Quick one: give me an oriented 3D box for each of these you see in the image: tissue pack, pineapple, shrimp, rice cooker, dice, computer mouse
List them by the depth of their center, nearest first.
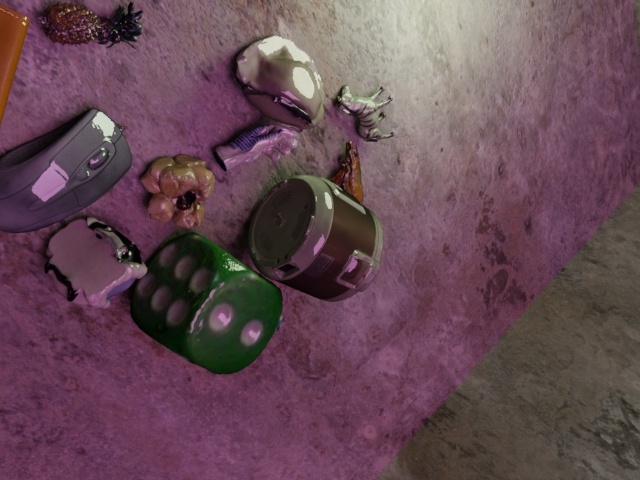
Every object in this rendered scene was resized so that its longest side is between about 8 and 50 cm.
[{"bbox_3d":[-0.660,-0.296,1.192,0.145,0.194,0.274,18,83,-45],"label":"tissue pack"},{"bbox_3d":[-0.484,-0.459,1.378,0.221,0.083,0.103,-11,121,-38],"label":"pineapple"},{"bbox_3d":[-0.576,-0.145,1.464,0.371,0.122,0.188,-41,134,-19],"label":"computer mouse"},{"bbox_3d":[-0.300,0.168,1.747,0.287,0.297,0.300,-55,135,-3],"label":"dice"},{"bbox_3d":[0.000,0.000,1.874,0.325,0.335,0.335,28,95,-41],"label":"rice cooker"},{"bbox_3d":[0.064,-0.172,2.028,0.152,0.063,0.287,-17,126,-19],"label":"shrimp"}]

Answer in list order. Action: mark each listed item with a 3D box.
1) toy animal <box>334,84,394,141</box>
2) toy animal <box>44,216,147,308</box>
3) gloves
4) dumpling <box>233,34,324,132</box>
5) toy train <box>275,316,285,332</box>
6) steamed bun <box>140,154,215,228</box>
[{"bbox_3d":[0.135,-0.374,1.959,0.176,0.073,0.216,-29,135,-17],"label":"toy animal"},{"bbox_3d":[-0.537,0.065,1.575,0.204,0.208,0.156,-43,160,-13],"label":"toy animal"},{"bbox_3d":[-0.169,-0.250,1.731,0.229,0.119,0.097,-15,92,-11],"label":"gloves"},{"bbox_3d":[-0.082,-0.407,1.696,0.293,0.163,0.204,33,95,-34],"label":"dumpling"},{"bbox_3d":[-0.216,0.239,1.993,0.203,0.112,0.163,-31,137,-22],"label":"toy train"},{"bbox_3d":[-0.360,-0.123,1.661,0.192,0.106,0.177,8,107,-41],"label":"steamed bun"}]
